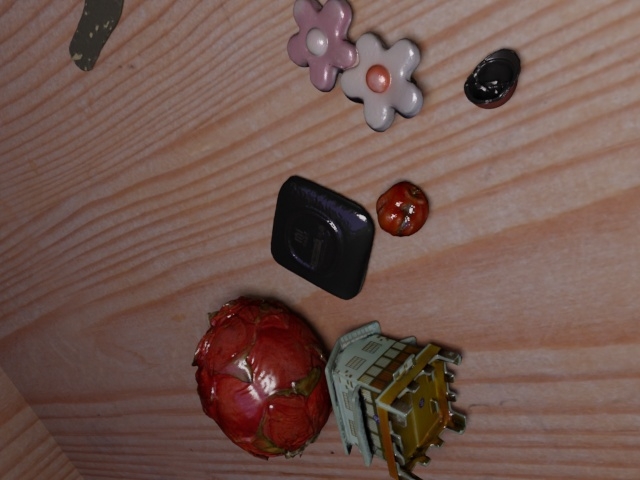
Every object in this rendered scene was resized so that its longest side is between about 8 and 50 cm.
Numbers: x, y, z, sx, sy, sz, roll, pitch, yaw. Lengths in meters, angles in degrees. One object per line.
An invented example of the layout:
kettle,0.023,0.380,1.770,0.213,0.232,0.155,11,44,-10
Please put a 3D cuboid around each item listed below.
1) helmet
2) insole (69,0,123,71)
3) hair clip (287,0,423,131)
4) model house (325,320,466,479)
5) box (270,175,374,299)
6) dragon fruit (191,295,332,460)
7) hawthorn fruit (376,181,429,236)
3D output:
helmet,0.242,-0.214,0.808,0.084,0.049,0.065,-44,55,17
insole,-0.415,-0.414,1.098,0.081,0.011,0.248,46,130,-1
hair clip,0.052,-0.268,0.879,0.257,0.075,0.146,35,135,13
model house,0.132,0.301,1.099,0.215,0.198,0.224,15,128,43
box,0.000,0.000,1.090,0.201,0.042,0.213,26,128,17
dragon fruit,-0.113,0.272,1.178,0.343,0.277,0.277,56,132,13
hawthorn fruit,0.133,-0.052,0.953,0.093,0.093,0.093,15,125,22
